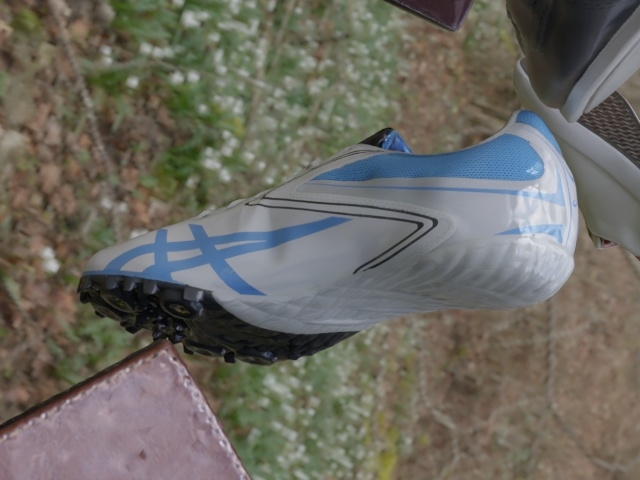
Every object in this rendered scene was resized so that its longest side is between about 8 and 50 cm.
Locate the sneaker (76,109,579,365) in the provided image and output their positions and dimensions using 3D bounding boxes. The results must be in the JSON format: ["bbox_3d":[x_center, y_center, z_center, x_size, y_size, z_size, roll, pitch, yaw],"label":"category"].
[{"bbox_3d":[0.000,0.000,0.647,0.085,0.237,0.086,47,40,-50],"label":"sneaker"}]

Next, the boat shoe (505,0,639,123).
[{"bbox_3d":[0.116,-0.139,0.531,0.112,0.095,0.335,-43,172,-9],"label":"boat shoe"}]

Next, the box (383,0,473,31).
[{"bbox_3d":[0.049,-0.265,0.946,0.203,0.168,0.167,-63,-172,10],"label":"box"}]

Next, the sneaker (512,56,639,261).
[{"bbox_3d":[0.269,-0.066,1.440,0.106,0.290,0.123,-8,136,-33],"label":"sneaker"}]

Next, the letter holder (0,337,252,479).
[{"bbox_3d":[-0.145,0.213,0.562,0.302,0.214,0.152,-28,170,-22],"label":"letter holder"}]
